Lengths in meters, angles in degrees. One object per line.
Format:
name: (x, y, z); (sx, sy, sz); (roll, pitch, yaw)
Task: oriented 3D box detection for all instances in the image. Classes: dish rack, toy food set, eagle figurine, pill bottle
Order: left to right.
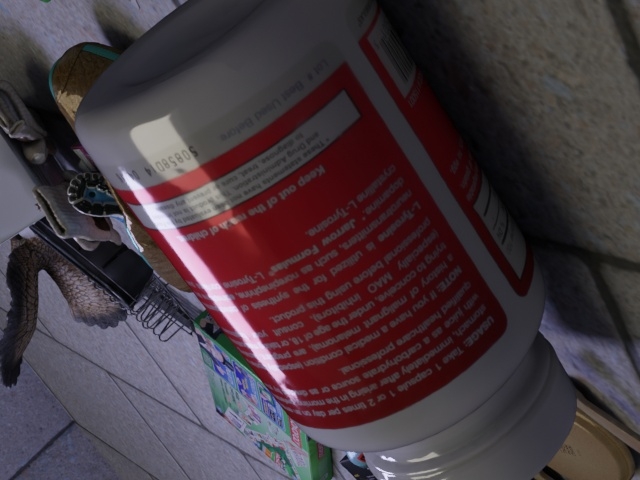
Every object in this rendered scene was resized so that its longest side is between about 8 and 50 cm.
eagle figurine: (-0.425, 0.048, 1.953); (0.225, 0.226, 0.298); (-61, -51, -74)
dish rack: (-0.276, 0.061, 1.828); (0.208, 0.074, 0.271); (35, 167, 30)
pill bottle: (0.023, 0.006, 0.959); (0.408, 0.229, 0.229); (55, 158, -22)
toy food set: (0.227, 0.171, 1.159); (0.132, 0.038, 0.192); (36, 153, 7)

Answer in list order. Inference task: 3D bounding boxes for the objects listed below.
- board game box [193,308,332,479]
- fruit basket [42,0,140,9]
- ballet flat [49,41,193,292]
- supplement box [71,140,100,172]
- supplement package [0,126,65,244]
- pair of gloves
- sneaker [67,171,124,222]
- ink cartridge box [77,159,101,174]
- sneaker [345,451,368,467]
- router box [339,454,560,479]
board game box: (-0.078, 0.237, 1.849); (0.213, 0.046, 0.317); (37, 158, 20)
fruit basket: (-0.300, -0.336, 0.981); (0.327, 0.165, 0.353); (40, 178, 16)
ballet flat: (-0.166, -0.070, 1.396); (0.124, 0.116, 0.342); (2, 131, 36)
supplement box: (-0.252, -0.112, 1.525); (0.043, 0.055, 0.083); (54, 159, -20)
supplement package: (-0.459, -0.066, 1.704); (0.149, 0.194, 0.203); (58, -178, -11)
pair of gloves: (-0.342, -0.097, 1.636); (0.240, 0.042, 0.204); (58, -178, 11)
sneaker: (-0.224, -0.046, 1.557); (0.162, 0.063, 0.073); (23, -175, -11)
ink cartridge box: (-0.261, -0.049, 1.680); (0.145, 0.045, 0.179); (48, 157, -3)
sneaker: (0.062, 0.171, 1.320); (0.262, 0.104, 0.125); (154, 111, -77)
router box: (0.169, 0.292, 1.419); (0.243, 0.081, 0.309); (46, 160, -1)
